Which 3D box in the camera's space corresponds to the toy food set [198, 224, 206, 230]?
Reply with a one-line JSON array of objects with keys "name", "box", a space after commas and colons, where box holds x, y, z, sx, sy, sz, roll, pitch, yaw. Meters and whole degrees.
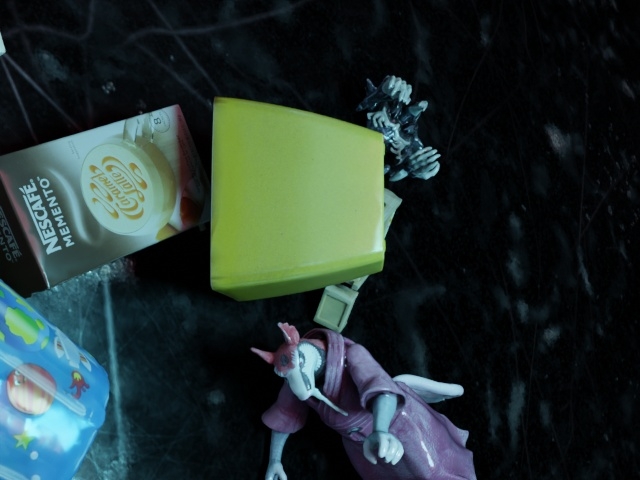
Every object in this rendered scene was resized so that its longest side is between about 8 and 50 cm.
[{"name": "toy food set", "box": [-0.157, -0.075, 1.099, 0.019, 0.078, 0.122, -20, 103, -3]}]

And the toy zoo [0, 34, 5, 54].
[{"name": "toy zoo", "box": [-0.461, -0.256, 0.849, 0.293, 0.030, 0.192, -17, 92, -48]}]

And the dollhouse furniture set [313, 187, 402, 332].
[{"name": "dollhouse furniture set", "box": [0.000, 0.000, 1.239, 0.161, 0.181, 0.101, 26, 27, 10]}]

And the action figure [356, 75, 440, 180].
[{"name": "action figure", "box": [0.103, -0.151, 1.334, 0.164, 0.141, 0.275, 55, 49, -17]}]

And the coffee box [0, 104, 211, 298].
[{"name": "coffee box", "box": [-0.242, -0.043, 0.968, 0.246, 0.098, 0.141, -29, 100, -47]}]

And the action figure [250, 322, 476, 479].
[{"name": "action figure", "box": [0.067, 0.199, 1.116, 0.370, 0.248, 0.275, 48, 48, -30]}]

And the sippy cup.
[{"name": "sippy cup", "box": [-0.304, 0.124, 0.729, 0.224, 0.240, 0.305, 37, 45, -20]}]

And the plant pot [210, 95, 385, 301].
[{"name": "plant pot", "box": [-0.018, -0.042, 1.058, 0.212, 0.187, 0.212, 69, 21, -82]}]
